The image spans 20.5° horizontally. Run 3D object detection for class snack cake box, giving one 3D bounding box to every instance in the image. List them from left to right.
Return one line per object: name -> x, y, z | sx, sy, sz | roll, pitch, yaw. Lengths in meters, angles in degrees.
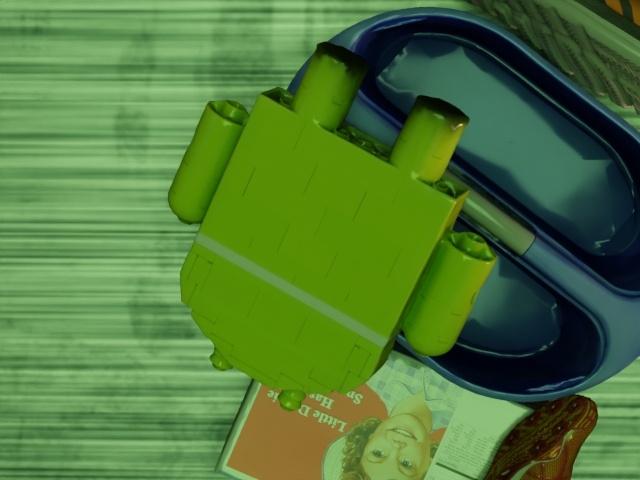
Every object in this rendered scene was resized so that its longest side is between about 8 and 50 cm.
snack cake box -> 0.065, 0.165, 1.451 | 0.264, 0.089, 0.152 | 24, 97, 0

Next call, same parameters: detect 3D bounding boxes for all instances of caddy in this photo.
caddy -> 0.120, -0.029, 1.388 | 0.341, 0.179, 0.241 | 37, 94, -1

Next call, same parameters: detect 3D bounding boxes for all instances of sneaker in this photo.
sneaker -> 0.164, 0.195, 1.384 | 0.067, 0.064, 0.175 | 30, 101, -21
sneaker -> 0.213, -0.229, 1.336 | 0.180, 0.124, 0.321 | -46, 56, -4

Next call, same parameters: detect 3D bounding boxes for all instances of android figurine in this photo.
android figurine -> 0.000, 0.000, 1.313 | 0.248, 0.056, 0.273 | 27, 111, 11
